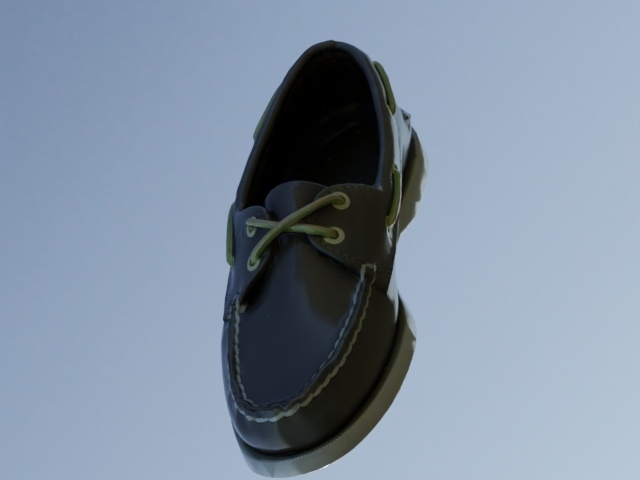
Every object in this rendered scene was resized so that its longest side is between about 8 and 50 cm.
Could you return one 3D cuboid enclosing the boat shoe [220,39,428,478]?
[{"bbox_3d":[-0.004,0.001,0.965,0.305,0.109,0.091,-77,-31,-51],"label":"boat shoe"}]
